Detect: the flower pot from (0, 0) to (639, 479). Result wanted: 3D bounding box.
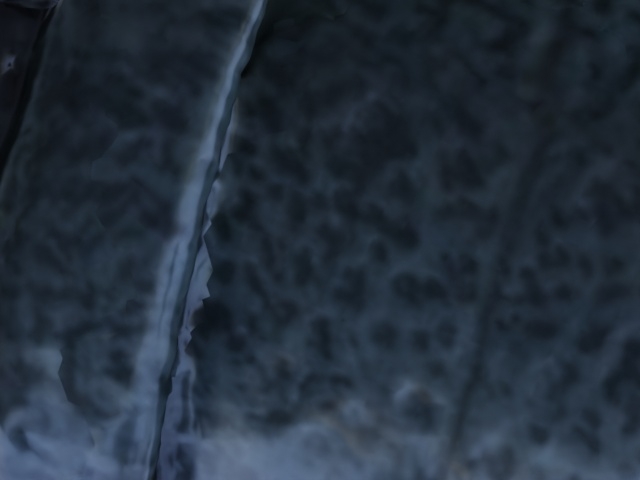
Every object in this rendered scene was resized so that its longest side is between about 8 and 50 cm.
[{"bbox_3d":[0.000,0.000,0.574,0.283,0.299,0.299,15,-147,7],"label":"flower pot"}]
